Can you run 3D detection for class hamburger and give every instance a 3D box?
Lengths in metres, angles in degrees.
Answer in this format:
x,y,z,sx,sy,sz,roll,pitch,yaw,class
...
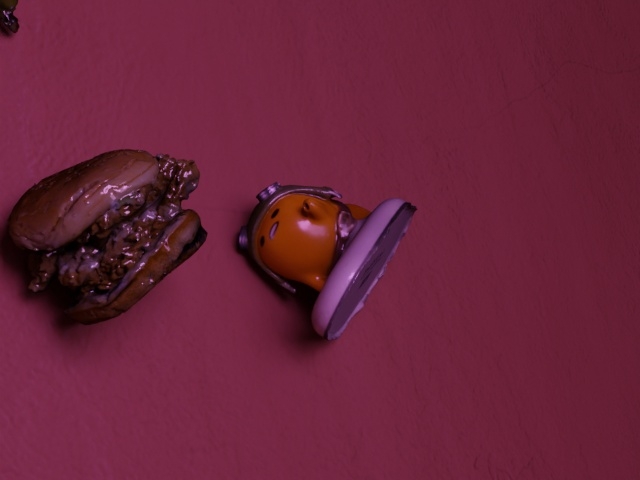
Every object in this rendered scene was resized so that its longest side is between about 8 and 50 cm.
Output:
x,y,z,sx,sy,sz,roll,pitch,yaw,class
-0.175,-0.018,0.994,0.185,0.159,0.131,-37,99,-28,hamburger

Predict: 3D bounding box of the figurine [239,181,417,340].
x,y,z,sx,sy,sz,roll,pitch,yaw,class
0.000,0.000,1.232,0.141,0.167,0.250,28,15,9,figurine

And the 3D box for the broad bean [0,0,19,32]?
x,y,z,sx,sy,sz,roll,pitch,yaw,class
-0.300,-0.317,1.077,0.065,0.046,0.255,22,59,-47,broad bean
